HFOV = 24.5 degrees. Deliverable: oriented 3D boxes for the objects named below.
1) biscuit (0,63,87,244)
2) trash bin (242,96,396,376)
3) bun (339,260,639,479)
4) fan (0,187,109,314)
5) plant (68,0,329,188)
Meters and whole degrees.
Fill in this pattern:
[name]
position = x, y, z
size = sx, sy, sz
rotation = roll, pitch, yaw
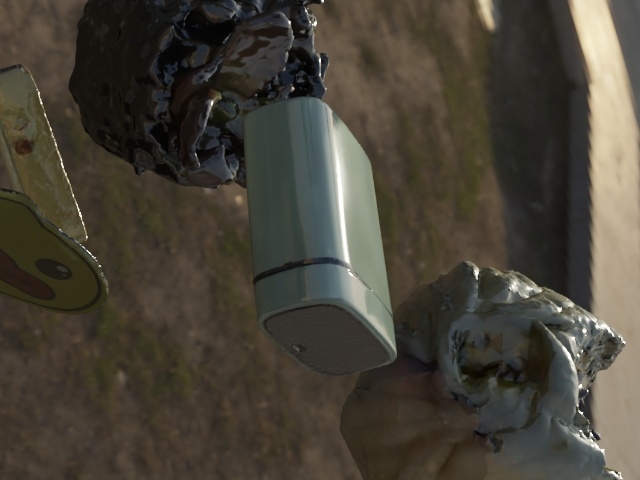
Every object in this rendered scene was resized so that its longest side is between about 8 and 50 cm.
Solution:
[biscuit]
position = -0.285, -0.078, 1.453
size = 0.052, 0.056, 0.188
rotation = 180, -110, -75
[trash bin]
position = 0.000, 0.000, 0.857
size = 0.116, 0.059, 0.130
rotation = 49, 31, -59
[bun]
position = 0.146, 0.152, 1.312
size = 0.205, 0.281, 0.281
rotation = 64, 24, -54
[fan]
position = -0.297, 0.009, 1.234
size = 0.229, 0.335, 0.011
rotation = 31, 64, -19
[plant]
position = -0.088, -0.132, 1.213
size = 0.204, 0.234, 0.178
rotation = 3, 101, -45
